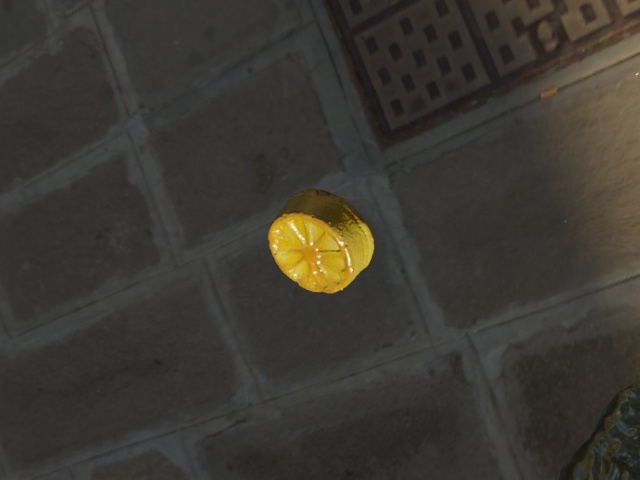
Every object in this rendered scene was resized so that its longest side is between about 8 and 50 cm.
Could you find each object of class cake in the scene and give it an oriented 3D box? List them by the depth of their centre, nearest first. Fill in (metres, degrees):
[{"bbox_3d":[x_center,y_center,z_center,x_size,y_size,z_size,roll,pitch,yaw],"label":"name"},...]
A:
[{"bbox_3d":[0.000,0.000,0.526,0.084,0.044,0.084,19,130,23],"label":"cake"}]

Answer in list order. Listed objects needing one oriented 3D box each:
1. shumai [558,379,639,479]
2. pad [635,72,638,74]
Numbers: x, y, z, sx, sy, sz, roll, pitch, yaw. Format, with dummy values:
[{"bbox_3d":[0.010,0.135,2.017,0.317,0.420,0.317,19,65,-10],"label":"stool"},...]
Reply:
[{"bbox_3d":[0.390,0.335,0.718,0.309,0.264,0.304,-9,52,3],"label":"shumai"},{"bbox_3d":[0.380,-0.257,0.568,0.375,0.063,0.315,43,113,6],"label":"pad"}]
